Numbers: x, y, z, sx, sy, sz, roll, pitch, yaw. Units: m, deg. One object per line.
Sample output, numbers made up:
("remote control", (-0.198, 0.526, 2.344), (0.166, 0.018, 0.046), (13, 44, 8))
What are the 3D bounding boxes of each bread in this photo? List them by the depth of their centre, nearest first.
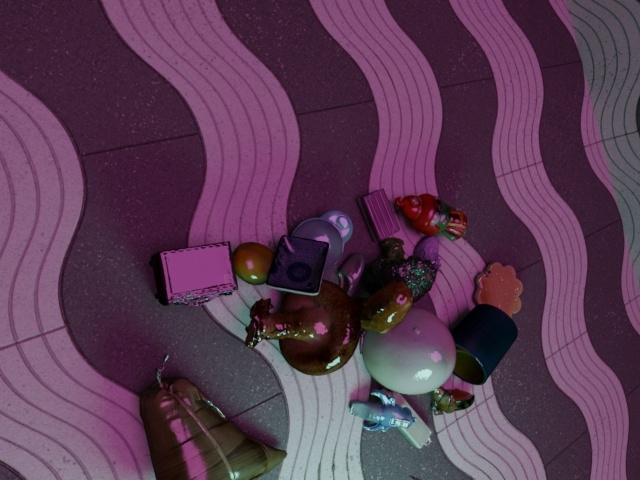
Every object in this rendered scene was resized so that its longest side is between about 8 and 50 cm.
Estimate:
("bread", (0.876, 0.254, 2.246), (0.316, 0.054, 0.315), (3, 83, -27))

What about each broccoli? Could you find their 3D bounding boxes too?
("broccoli", (0.329, 0.125, 1.865), (0.298, 0.297, 0.297), (18, 56, -26))

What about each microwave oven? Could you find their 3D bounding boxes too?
("microwave oven", (-0.415, 0.114, 1.502), (0.248, 0.178, 0.188), (-10, 91, -28))

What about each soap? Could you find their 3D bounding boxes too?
("soap", (0.246, -0.108, 1.934), (0.122, 0.065, 0.203), (-26, 98, -27))

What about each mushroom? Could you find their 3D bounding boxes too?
("mushroom", (-0.038, 0.283, 1.612), (0.356, 0.334, 0.331), (56, 40, -48))

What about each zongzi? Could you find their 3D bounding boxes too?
("zongzi", (-0.358, 0.593, 1.536), (0.467, 0.218, 0.499), (-7, 76, -53))

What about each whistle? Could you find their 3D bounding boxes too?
("whistle", (0.251, 0.690, 1.819), (0.269, 0.093, 0.180), (13, 107, 5))

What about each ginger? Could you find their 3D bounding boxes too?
("ginger", (0.216, 0.267, 1.735), (0.165, 0.321, 0.172), (11, 62, -40))

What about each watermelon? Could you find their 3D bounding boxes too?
("watermelon", (0.618, 0.715, 2.070), (0.136, 0.125, 0.094), (6, 52, -10))

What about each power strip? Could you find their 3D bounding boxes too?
("power strip", (0.352, 0.743, 1.926), (0.098, 0.058, 0.338), (-45, 106, -22))

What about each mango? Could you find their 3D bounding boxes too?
("mango", (-0.213, 0.080, 1.614), (0.251, 0.114, 0.156), (2, 50, -58))

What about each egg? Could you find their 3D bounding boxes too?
("egg", (0.385, 0.441, 1.812), (0.355, 0.340, 0.354), (2, 87, -27))

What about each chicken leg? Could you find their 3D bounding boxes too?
("chicken leg", (0.522, 0.674, 1.991), (0.196, 0.125, 0.080), (67, 24, -10))

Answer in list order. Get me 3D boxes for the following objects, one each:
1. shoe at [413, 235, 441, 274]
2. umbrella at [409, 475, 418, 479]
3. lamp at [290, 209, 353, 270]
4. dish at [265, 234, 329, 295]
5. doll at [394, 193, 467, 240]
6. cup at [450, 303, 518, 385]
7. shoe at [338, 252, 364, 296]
("shoe", (0.478, 0.085, 2.002), (0.095, 0.138, 0.245), (35, 71, -26))
("umbrella", (0.439, 1.050, 1.967), (0.149, 0.022, 0.022), (42, 42, -19))
("lamp", (0.004, 0.000, 1.751), (0.284, 0.147, 0.209), (-44, 102, -25))
("dish", (-0.076, 0.101, 1.599), (0.182, 0.080, 0.243), (9, 47, 5))
("doll", (0.476, -0.112, 2.004), (0.363, 0.160, 0.182), (22, 62, -22))
("cup", (0.724, 0.478, 2.044), (0.292, 0.242, 0.307), (-40, 102, -27))
("shoe", (0.112, 0.135, 1.834), (0.078, 0.079, 0.195), (24, 80, -39))
